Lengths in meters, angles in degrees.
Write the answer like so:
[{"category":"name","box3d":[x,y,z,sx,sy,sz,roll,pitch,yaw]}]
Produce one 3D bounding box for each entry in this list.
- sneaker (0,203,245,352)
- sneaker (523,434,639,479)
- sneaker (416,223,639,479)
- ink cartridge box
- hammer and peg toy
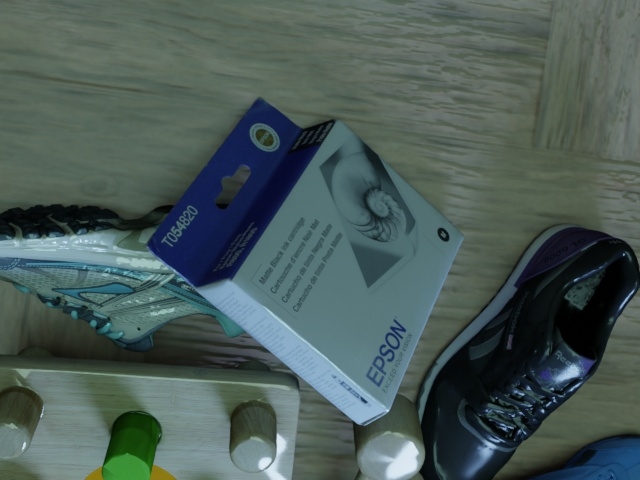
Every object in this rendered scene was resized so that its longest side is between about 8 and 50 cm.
[{"category":"sneaker","box3d":[-0.182,0.038,0.856,0.283,0.110,0.122,0,103,-7]},{"category":"sneaker","box3d":[0.237,0.245,0.954,0.209,0.082,0.069,-18,96,-8]},{"category":"sneaker","box3d":[0.179,0.112,0.909,0.107,0.124,0.283,30,91,-10]},{"category":"ink cartridge box","box3d":[0.000,0.000,0.842,0.224,0.045,0.223,40,46,-11]},{"category":"hammer and peg toy","box3d":[-0.099,0.227,0.842,0.361,0.127,0.265,5,111,-6]}]
